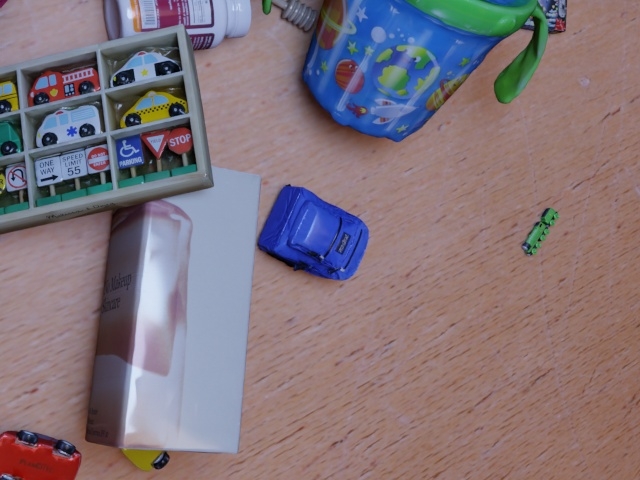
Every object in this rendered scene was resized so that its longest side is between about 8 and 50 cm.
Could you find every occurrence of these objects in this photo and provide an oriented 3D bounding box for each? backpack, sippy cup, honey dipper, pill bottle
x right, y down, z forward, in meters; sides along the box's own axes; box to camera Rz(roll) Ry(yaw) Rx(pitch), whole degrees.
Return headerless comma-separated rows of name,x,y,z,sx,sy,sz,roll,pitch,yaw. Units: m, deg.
backpack,0.000,0.000,1.034,0.120,0.101,0.097,29,87,-29
sippy cup,0.095,-0.248,0.975,0.305,0.224,0.240,38,39,8
honey dipper,-0.078,-0.307,1.015,0.161,0.030,0.030,25,82,-22
pill bottle,-0.161,-0.257,0.942,0.152,0.086,0.086,-11,98,-26

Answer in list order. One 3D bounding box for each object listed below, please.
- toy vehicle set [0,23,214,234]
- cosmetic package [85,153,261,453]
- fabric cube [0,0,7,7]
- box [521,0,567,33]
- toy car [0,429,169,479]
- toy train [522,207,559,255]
toy vehicle set,-0.250,-0.107,0.836,0.267,0.035,0.165,-13,76,4
cosmetic package,-0.160,0.074,0.897,0.129,0.153,0.296,10,75,-26
fabric cube,-0.437,-0.234,0.713,0.258,0.254,0.259,42,75,-25
box,0.317,-0.375,1.206,0.094,0.027,0.136,0,93,-28
toy car,-0.246,0.296,0.956,0.239,0.053,0.224,-11,99,-25
toy train,0.329,-0.014,1.244,0.024,0.017,0.083,39,76,-13
